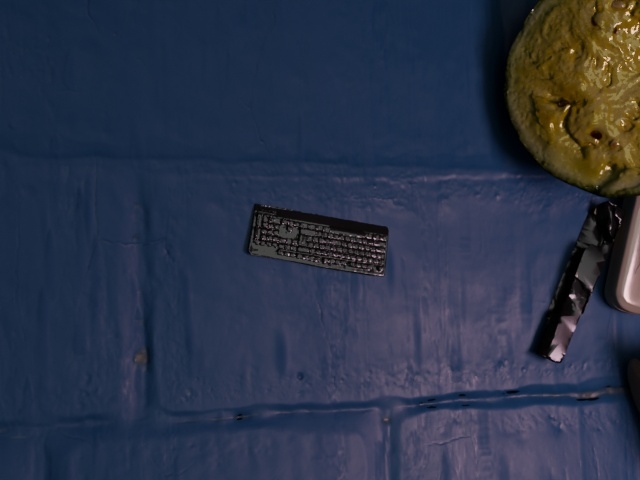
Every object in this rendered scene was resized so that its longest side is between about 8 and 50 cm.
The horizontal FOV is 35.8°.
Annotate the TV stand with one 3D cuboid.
[{"bbox_3d":[0.377,0.061,1.449,0.036,0.042,0.249,28,78,-14],"label":"TV stand"}]

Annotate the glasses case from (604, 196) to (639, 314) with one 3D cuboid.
[{"bbox_3d":[0.479,0.012,1.469,0.083,0.050,0.196,12,88,-11],"label":"glasses case"}]

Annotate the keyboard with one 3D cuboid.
[{"bbox_3d":[0.001,0.000,1.360,0.196,0.015,0.074,10,82,-15],"label":"keyboard"}]

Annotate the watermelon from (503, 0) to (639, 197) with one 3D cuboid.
[{"bbox_3d":[0.441,-0.214,1.398,0.189,0.331,0.331,3,83,-53],"label":"watermelon"}]

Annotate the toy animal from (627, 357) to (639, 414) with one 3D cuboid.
[{"bbox_3d":[0.601,0.247,1.433,0.256,0.195,0.213,-5,61,-18],"label":"toy animal"}]
